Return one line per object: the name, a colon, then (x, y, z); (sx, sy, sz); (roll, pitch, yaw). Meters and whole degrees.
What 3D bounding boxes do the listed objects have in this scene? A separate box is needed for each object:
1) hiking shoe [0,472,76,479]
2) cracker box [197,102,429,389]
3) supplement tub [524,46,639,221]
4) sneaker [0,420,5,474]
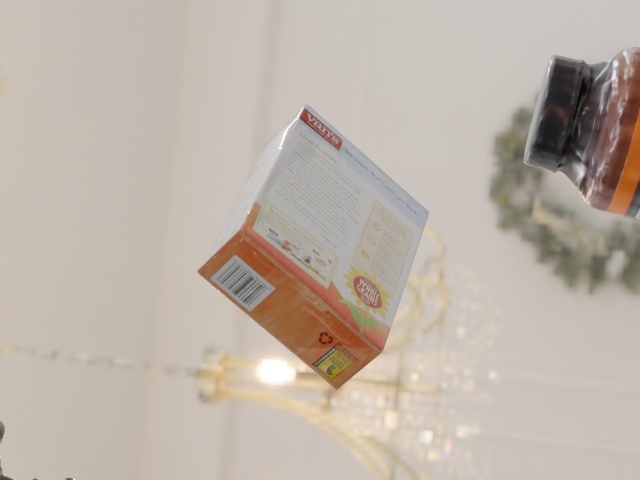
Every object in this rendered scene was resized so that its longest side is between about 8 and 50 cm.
hiking shoe: (-0.135, 0.134, 0.750); (0.114, 0.227, 0.086); (-45, 0, 14)
cracker box: (0.000, 0.000, 1.429); (0.067, 0.155, 0.232); (-42, 13, 32)
supplement tub: (0.227, -0.057, 1.011); (0.106, 0.198, 0.106); (15, -90, -86)
sneaker: (-0.245, 0.313, 1.172); (0.202, 0.185, 0.483); (16, -126, -50)
